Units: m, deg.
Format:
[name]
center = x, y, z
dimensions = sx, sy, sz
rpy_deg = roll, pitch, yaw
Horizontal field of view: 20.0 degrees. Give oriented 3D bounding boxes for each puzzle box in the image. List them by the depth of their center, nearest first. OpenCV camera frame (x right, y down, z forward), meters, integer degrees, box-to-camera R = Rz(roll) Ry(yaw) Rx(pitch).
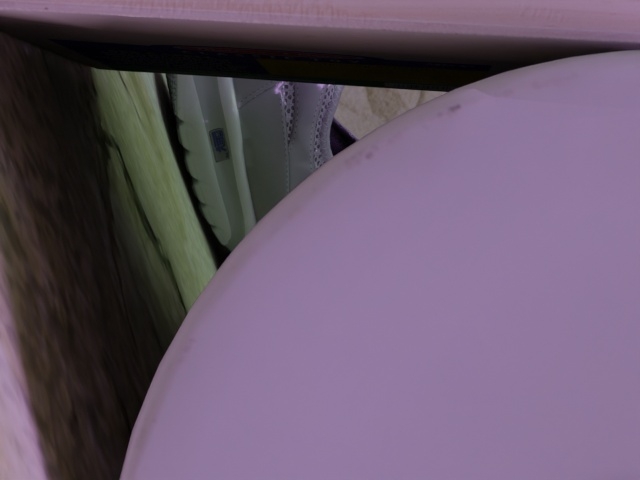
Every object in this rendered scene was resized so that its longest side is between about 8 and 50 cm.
[puzzle box]
center = 0.097, -0.082, 0.635
dimensions = 0.272, 0.409, 0.052
rpy_deg = -37, 131, -87

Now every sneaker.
[sneaker]
center = 0.000, 0.000, 1.071
dimensions = 0.281, 0.115, 0.105
rpy_deg = 71, 4, -45

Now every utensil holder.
[utensil holder]
center = 0.107, 0.102, 0.660
dimensions = 0.385, 0.328, 0.327
rpy_deg = 15, 59, -83
